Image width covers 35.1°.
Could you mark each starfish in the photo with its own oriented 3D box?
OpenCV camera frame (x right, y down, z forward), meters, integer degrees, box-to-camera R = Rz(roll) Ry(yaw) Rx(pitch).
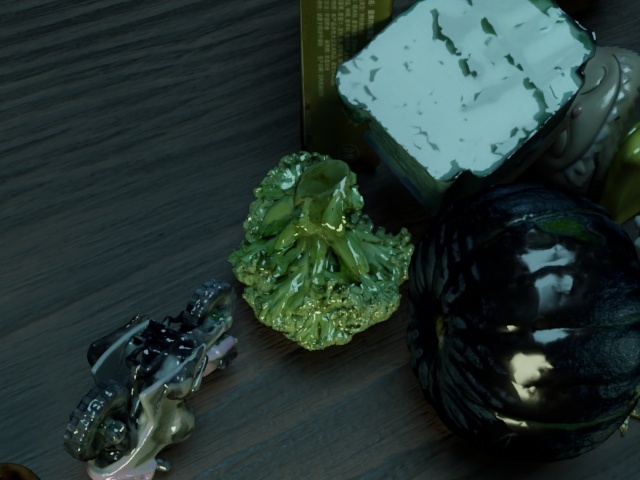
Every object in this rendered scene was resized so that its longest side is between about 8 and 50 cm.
[{"bbox_3d":[0.429,0.235,1.433,0.086,0.016,0.092,15,52,1],"label":"starfish"}]

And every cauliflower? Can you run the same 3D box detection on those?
[{"bbox_3d":[0.000,0.000,1.399,0.275,0.250,0.272,29,55,18],"label":"cauliflower"}]

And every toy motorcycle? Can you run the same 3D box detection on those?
[{"bbox_3d":[-0.211,0.191,1.304,0.143,0.188,0.327,22,40,21],"label":"toy motorcycle"}]

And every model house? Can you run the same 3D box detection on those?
[{"bbox_3d":[0.218,-0.181,1.455,0.295,0.329,0.252,-43,71,-4],"label":"model house"}]

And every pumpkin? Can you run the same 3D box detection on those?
[{"bbox_3d":[0.257,0.100,1.296,0.266,0.363,0.363,-10,57,-15],"label":"pumpkin"}]

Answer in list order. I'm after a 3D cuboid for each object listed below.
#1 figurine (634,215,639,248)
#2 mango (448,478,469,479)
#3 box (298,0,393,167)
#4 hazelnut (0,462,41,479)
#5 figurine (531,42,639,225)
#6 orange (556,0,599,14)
[{"bbox_3d":[0.632,0.080,1.451,0.248,0.203,0.380,-15,60,-21],"label":"figurine"},{"bbox_3d":[0.206,0.373,1.265,0.163,0.089,0.111,29,45,24],"label":"mango"},{"bbox_3d":[0.034,-0.379,1.560,0.138,0.420,0.373,0,55,0],"label":"box"},{"bbox_3d":[-0.402,0.346,1.161,0.170,0.160,0.201,24,61,11],"label":"hazelnut"},{"bbox_3d":[0.450,-0.251,1.629,0.361,0.266,0.377,-27,63,-30],"label":"figurine"},{"bbox_3d":[0.440,-0.550,1.827,0.274,0.274,0.274,3,55,-5],"label":"orange"}]
